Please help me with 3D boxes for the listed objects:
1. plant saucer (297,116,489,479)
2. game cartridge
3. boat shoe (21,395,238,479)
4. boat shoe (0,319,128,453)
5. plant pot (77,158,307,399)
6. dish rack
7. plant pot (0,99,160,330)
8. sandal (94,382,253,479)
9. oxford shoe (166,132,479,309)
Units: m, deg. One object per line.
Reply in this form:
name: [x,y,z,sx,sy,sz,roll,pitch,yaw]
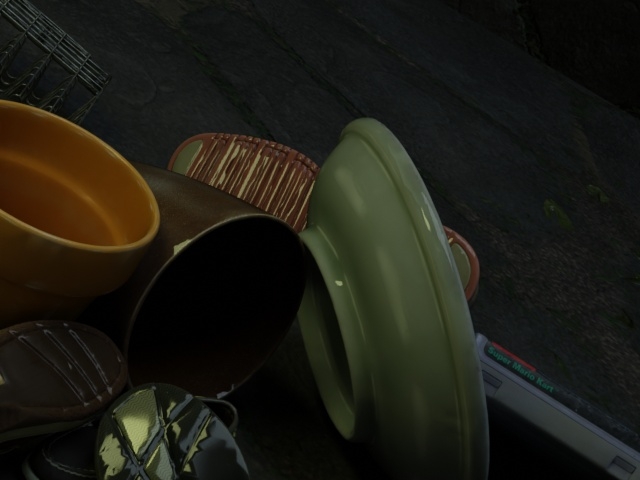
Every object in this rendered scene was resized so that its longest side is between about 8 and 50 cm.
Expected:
plant saucer: [0.048,0.084,1.570,0.100,0.400,0.400,-15,41,-12]
game cartridge: [0.230,0.188,1.771,0.355,0.068,0.230,33,-13,-7]
boat shoe: [-0.159,0.174,1.384,0.081,0.069,0.227,47,25,25]
boat shoe: [-0.269,0.130,1.279,0.257,0.095,0.095,-11,69,-51]
plant pot: [-0.169,0.015,1.544,0.230,0.215,0.215,37,20,35]
dish rack: [-0.341,-0.183,1.771,0.208,0.074,0.271,42,24,-13]
plant pot: [-0.270,0.013,1.385,0.205,0.188,0.205,26,26,-14]
sandal: [-0.086,0.257,1.307,0.120,0.086,0.303,-32,84,-25]
oxford shoe: [0.000,0.000,1.875,0.397,0.140,0.146,28,-9,15]
